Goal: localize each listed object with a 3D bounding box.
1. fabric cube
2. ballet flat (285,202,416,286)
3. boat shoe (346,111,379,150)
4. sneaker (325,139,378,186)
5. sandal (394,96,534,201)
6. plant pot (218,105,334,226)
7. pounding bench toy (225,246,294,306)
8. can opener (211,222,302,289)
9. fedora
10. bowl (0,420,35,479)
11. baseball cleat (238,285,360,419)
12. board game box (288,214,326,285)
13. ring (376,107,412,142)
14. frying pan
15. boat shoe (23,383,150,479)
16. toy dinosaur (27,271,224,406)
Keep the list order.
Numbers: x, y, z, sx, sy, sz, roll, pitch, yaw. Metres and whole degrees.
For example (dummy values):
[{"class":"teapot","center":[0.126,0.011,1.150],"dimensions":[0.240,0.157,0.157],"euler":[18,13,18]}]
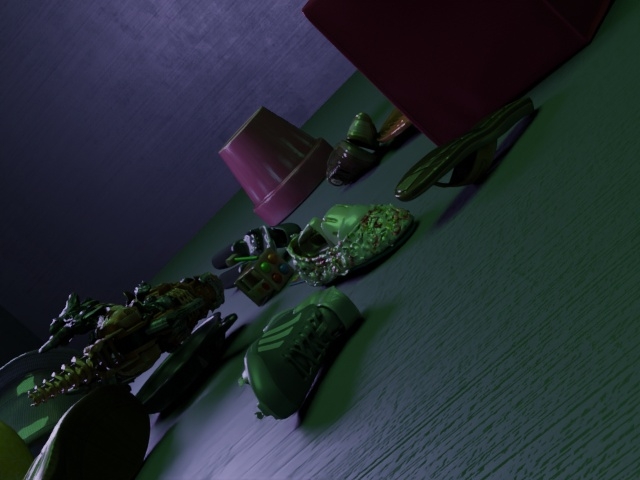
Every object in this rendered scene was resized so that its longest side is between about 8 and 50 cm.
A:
[{"class":"fabric cube","center":[0.186,-0.319,1.481],"dimensions":[0.258,0.254,0.259],"euler":[-39,11,47]},{"class":"ballet flat","center":[0.022,0.000,1.429],"dimensions":[0.091,0.077,0.241],"euler":[-51,9,-29]},{"class":"boat shoe","center":[0.071,-0.177,1.995],"dimensions":[0.153,0.056,0.048],"euler":[7,-83,-81]},{"class":"sneaker","center":[0.046,-0.118,1.985],"dimensions":[0.188,0.066,0.071],"euler":[-140,74,-85]},{"class":"sandal","center":[0.158,-0.088,1.278],"dimensions":[0.180,0.049,0.072],"euler":[-34,10,-17]},{"class":"plant pot","center":[-0.093,-0.158,2.415],"dimensions":[0.201,0.180,0.201],"euler":[-45,8,8]},{"class":"pounding bench toy","center":[-0.092,0.041,1.794],"dimensions":[0.065,0.083,0.052],"euler":[-40,10,44]},{"class":"can opener","center":[-0.103,0.026,2.058],"dimensions":[0.095,0.076,0.283],"euler":[-16,-4,-21]},{"class":"fedora","center":[-0.446,0.314,1.999],"dimensions":[0.275,0.244,0.124],"euler":[-44,38,24]},{"class":"bowl","center":[-0.514,0.420,1.797],"dimensions":[0.156,0.289,0.289],"euler":[28,70,37]},{"class":"baseball cleat","center":[-0.017,0.097,1.194],"dimensions":[0.109,0.072,0.206],"euler":[-38,14,15]},{"class":"board game box","center":[0.000,0.000,1.699],"dimensions":[0.133,0.033,0.169],"euler":[-49,8,-16]},{"class":"ring","center":[0.212,-0.270,1.903],"dimensions":[0.336,0.032,0.336],"euler":[-46,7,8]},{"class":"frying pan","center":[-0.168,0.152,1.774],"dimensions":[0.326,0.053,0.197],"euler":[-39,10,36]},{"class":"boat shoe","center":[-0.329,0.317,1.571],"dimensions":[0.110,0.122,0.341],"euler":[-41,12,35]},{"class":"toy dinosaur","center":[-0.281,0.132,1.728],"dimensions":[0.322,0.164,0.218],"euler":[-6,-9,-43]}]
